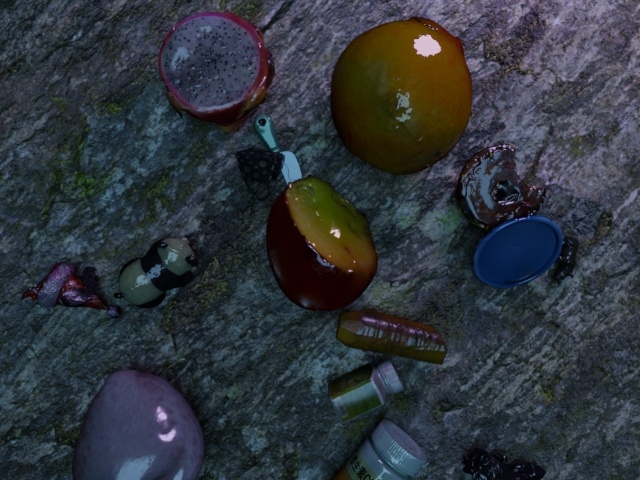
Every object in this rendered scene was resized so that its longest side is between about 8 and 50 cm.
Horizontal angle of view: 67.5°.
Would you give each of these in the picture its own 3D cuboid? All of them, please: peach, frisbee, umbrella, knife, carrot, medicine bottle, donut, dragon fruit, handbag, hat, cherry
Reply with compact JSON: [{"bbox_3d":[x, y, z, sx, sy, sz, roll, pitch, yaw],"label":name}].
[{"bbox_3d":[0.195,-0.352,1.160,0.372,0.289,0.374,-2,87,32],"label":"peach"},{"bbox_3d":[0.520,0.028,1.275,0.241,0.045,0.242,-5,127,-6],"label":"frisbee"},{"bbox_3d":[0.533,0.666,1.331,0.272,0.122,0.110,28,137,-6],"label":"umbrella"},{"bbox_3d":[-0.101,-0.224,1.304,0.063,0.034,0.261,-29,99,1],"label":"knife"},{"bbox_3d":[0.000,0.000,1.205,0.280,0.281,0.339,-4,94,0],"label":"peach"},{"bbox_3d":[0.192,0.257,1.295,0.301,0.114,0.114,12,94,-4],"label":"carrot"},{"bbox_3d":[0.120,0.400,1.293,0.188,0.132,0.088,-25,93,0],"label":"medicine bottle"},{"bbox_3d":[0.129,0.660,1.298,0.158,0.158,0.318,38,94,-3],"label":"medicine bottle"},{"bbox_3d":[0.469,-0.130,1.278,0.230,0.096,0.216,42,96,-4],"label":"donut"},{"bbox_3d":[-0.259,-0.425,1.219,0.290,0.189,0.291,0,85,-1],"label":"dragon fruit"},{"bbox_3d":[-0.163,-0.174,1.285,0.115,0.072,0.139,13,118,18],"label":"handbag"},{"bbox_3d":[-0.647,0.153,1.284,0.227,0.140,0.129,31,104,-15],"label":"hat"},{"bbox_3d":[-0.453,0.516,1.222,0.325,0.291,0.335,11,79,16],"label":"cherry"}]

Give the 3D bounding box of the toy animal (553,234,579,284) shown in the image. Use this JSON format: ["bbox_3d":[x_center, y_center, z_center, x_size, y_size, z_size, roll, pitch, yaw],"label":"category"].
[{"bbox_3d":[0.673,0.056,1.317,0.064,0.047,0.136,11,88,-9],"label":"toy animal"}]

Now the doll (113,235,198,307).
[{"bbox_3d":[-0.429,0.082,1.271,0.234,0.135,0.144,-36,95,-2],"label":"doll"}]
